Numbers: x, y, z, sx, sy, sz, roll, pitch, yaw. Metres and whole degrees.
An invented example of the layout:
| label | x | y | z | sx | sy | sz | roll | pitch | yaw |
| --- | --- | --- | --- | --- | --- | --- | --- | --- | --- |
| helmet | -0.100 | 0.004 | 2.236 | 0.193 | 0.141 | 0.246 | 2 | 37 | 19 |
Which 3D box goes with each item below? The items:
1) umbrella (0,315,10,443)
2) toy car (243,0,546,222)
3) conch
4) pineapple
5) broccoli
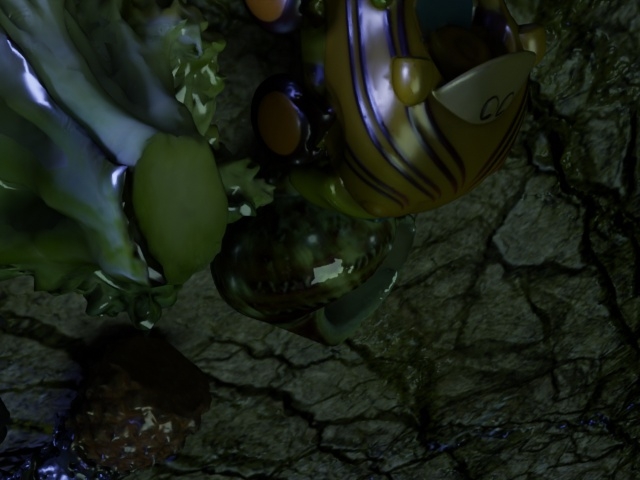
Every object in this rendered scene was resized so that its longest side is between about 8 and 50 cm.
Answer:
| label | x | y | z | sx | sy | sz | roll | pitch | yaw |
| --- | --- | --- | --- | --- | --- | --- | --- | --- | --- |
| umbrella | -0.309 | 0.026 | 0.679 | 0.154 | 0.128 | 0.337 | -44 | 137 | -26 |
| toy car | 0.066 | -0.129 | 0.684 | 0.200 | 0.142 | 0.248 | -24 | 118 | -39 |
| conch | -0.002 | -0.003 | 0.836 | 0.187 | 0.124 | 0.181 | -27 | 160 | -41 |
| pineapple | -0.200 | 0.183 | 0.926 | 0.119 | 0.111 | 0.237 | 35 | 117 | -17 |
| broccoli | -0.133 | -0.069 | 0.596 | 0.288 | 0.245 | 0.248 | 10 | 99 | -53 |
